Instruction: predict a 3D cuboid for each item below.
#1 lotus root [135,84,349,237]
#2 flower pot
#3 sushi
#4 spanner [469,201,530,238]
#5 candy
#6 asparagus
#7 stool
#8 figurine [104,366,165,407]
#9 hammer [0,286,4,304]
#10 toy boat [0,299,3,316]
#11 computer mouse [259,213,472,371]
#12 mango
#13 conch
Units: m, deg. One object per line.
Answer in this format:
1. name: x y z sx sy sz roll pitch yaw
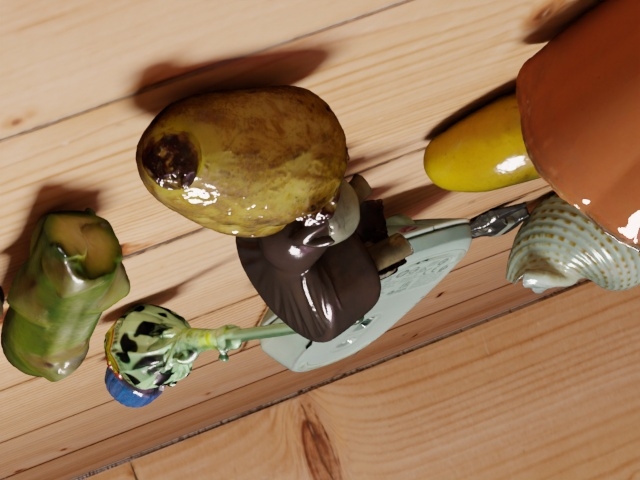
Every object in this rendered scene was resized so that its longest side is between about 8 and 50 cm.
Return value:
1. lotus root: -0.057 -0.054 1.098 0.108 0.094 0.190 -48 153 19
2. flower pot: 0.259 -0.114 1.270 0.190 0.191 0.173 -15 155 -40
3. sushi: 0.021 0.010 1.666 0.094 0.084 0.098 -18 176 -45
4. spanner: 0.107 0.014 2.115 0.315 0.024 0.087 -19 169 -9
5. candy: -0.082 0.093 1.707 0.305 0.083 0.091 -9 156 33
6. asparagus: -0.192 0.035 1.325 0.085 0.082 0.343 -25 169 -21
7. stool: 0.000 0.000 1.483 0.121 0.125 0.217 -37 157 -19
8. figurine: -0.193 0.146 1.995 0.077 0.079 0.136 25 160 -14
9. hammer: -0.362 0.069 1.288 0.292 0.029 0.058 -11 164 -45
10. toy boat: -0.307 0.065 1.217 0.185 0.077 0.075 -14 169 -44
11. computer mouse: 0.036 0.040 1.852 0.159 0.097 0.288 -13 157 -37
12. mango: 0.151 -0.081 1.487 0.161 0.076 0.103 -19 -178 42
13. conch: 0.318 -0.006 2.164 0.200 0.131 0.172 -1 -171 -31
